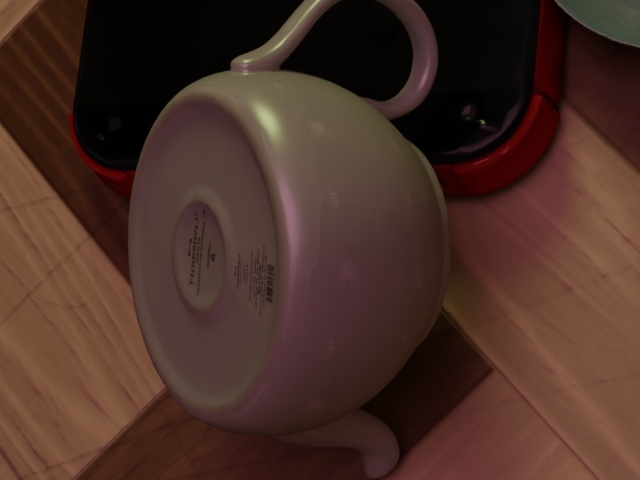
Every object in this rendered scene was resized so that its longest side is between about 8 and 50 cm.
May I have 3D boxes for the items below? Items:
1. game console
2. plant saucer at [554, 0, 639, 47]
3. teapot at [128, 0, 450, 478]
[{"bbox_3d":[-0.004,-0.200,1.147,0.386,0.060,0.342,0,73,21],"label":"game console"},{"bbox_3d":[0.240,-0.219,1.045,0.194,0.037,0.195,-2,77,9],"label":"plant saucer"},{"bbox_3d":[0.000,0.000,0.991,0.256,0.187,0.253,-53,51,46],"label":"teapot"}]
